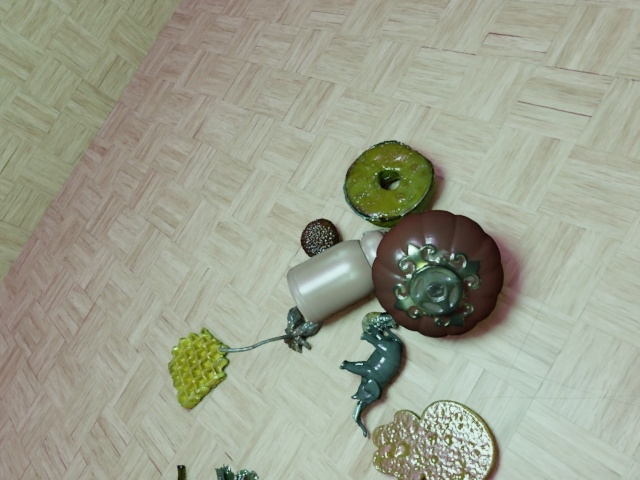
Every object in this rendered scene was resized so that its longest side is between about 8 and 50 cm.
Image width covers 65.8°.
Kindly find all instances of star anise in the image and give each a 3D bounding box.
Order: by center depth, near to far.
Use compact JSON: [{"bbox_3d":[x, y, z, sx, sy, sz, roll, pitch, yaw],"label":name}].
[{"bbox_3d":[-0.137,0.254,1.396,0.218,0.227,0.148,-36,59,28],"label":"star anise"}]

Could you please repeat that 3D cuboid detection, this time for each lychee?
[{"bbox_3d":[0.001,0.001,1.478,0.123,0.123,0.129,-31,89,18],"label":"lychee"}]

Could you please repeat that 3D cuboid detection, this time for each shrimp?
[{"bbox_3d":[0.180,0.229,1.310,0.160,0.034,0.091,-14,73,35],"label":"shrimp"}]

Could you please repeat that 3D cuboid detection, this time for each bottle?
[{"bbox_3d":[0.068,0.081,1.364,0.296,0.173,0.206,-30,27,11],"label":"bottle"}]

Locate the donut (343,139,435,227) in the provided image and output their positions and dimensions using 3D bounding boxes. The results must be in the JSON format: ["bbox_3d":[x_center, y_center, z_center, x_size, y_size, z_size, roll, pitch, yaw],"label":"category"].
[{"bbox_3d":[0.203,-0.150,1.407,0.271,0.107,0.272,-15,57,24],"label":"donut"}]

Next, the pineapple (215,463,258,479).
[{"bbox_3d":[-0.249,0.776,1.271,0.174,0.175,0.362,-10,51,30],"label":"pineapple"}]

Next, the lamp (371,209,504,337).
[{"bbox_3d":[0.271,0.078,1.162,0.302,0.257,0.304,3,106,12],"label":"lamp"}]

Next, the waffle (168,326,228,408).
[{"bbox_3d":[-0.390,0.384,1.594,0.219,0.057,0.229,-41,52,11],"label":"waffle"}]

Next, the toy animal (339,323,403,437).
[{"bbox_3d":[0.114,0.338,1.246,0.137,0.082,0.270,26,83,8],"label":"toy animal"}]

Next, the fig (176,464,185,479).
[{"bbox_3d":[-0.433,0.781,1.367,0.190,0.190,0.290,-36,54,14],"label":"fig"}]

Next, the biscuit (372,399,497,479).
[{"bbox_3d":[0.254,0.476,1.134,0.288,0.044,0.202,-19,59,27],"label":"biscuit"}]
